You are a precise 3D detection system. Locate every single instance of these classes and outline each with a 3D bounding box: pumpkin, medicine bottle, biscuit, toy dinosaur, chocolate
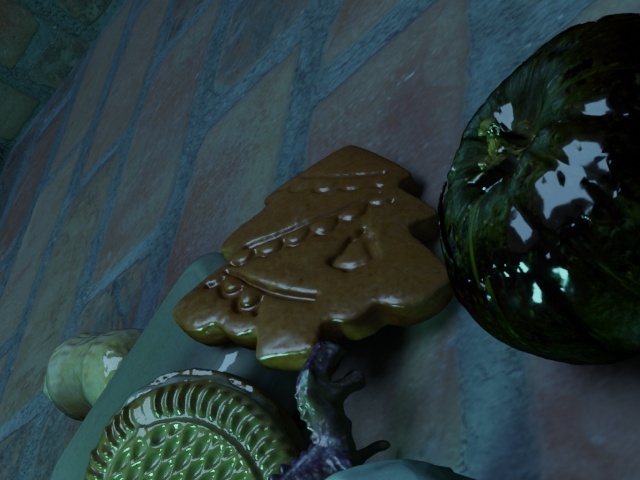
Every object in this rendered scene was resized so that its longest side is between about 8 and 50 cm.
[{"bbox_3d":[0.175,-0.038,0.622,0.238,0.159,0.238,-45,32,39],"label":"pumpkin"},{"bbox_3d":[-0.161,0.207,1.031,0.375,0.123,0.282,-56,30,9],"label":"medicine bottle"},{"bbox_3d":[-0.110,0.240,0.841,0.259,0.079,0.259,-4,80,24],"label":"biscuit"},{"bbox_3d":[-0.037,0.207,0.735,0.251,0.199,0.072,-36,-9,-14],"label":"toy dinosaur"},{"bbox_3d":[0.000,0.000,0.920,0.284,0.043,0.306,-11,39,23],"label":"biscuit"},{"bbox_3d":[-0.290,0.184,1.295,0.309,0.134,0.134,-17,50,53],"label":"chocolate"}]

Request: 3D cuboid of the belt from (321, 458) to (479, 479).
[{"bbox_3d":[0.052,0.260,0.563,0.207,0.150,0.257,-14,53,46],"label":"belt"}]
